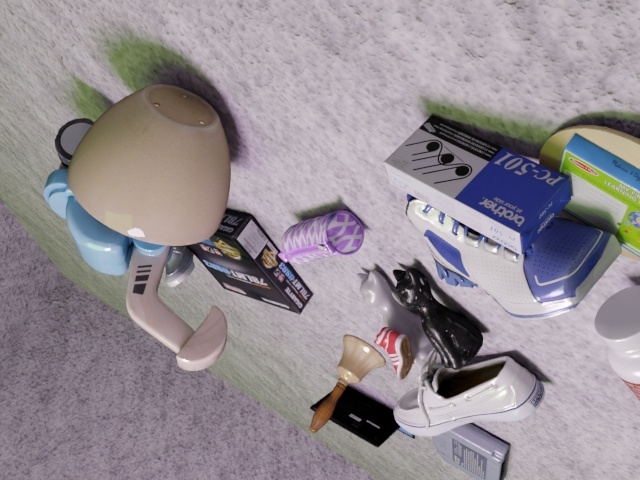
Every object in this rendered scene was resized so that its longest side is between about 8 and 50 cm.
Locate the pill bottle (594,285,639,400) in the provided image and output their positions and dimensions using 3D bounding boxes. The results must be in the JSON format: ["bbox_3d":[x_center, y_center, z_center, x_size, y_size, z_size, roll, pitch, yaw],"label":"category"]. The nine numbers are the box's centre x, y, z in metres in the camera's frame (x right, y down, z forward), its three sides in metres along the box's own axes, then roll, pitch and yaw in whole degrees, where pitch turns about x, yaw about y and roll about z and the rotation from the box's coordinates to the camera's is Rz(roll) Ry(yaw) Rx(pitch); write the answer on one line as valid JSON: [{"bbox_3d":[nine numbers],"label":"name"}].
[{"bbox_3d":[0.458,0.162,0.976,0.216,0.121,0.121,45,156,-21],"label":"pill bottle"}]

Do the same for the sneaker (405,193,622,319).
[{"bbox_3d":[0.205,-0.014,0.961,0.182,0.127,0.315,47,166,-23],"label":"sneaker"}]

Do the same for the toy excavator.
[{"bbox_3d":[-0.378,0.021,1.542,0.433,0.445,0.222,11,158,-4],"label":"toy excavator"}]

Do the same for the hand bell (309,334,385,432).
[{"bbox_3d":[0.044,0.366,1.827,0.126,0.242,0.126,31,158,14],"label":"hand bell"}]

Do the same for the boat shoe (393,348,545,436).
[{"bbox_3d":[0.251,0.291,1.478,0.156,0.136,0.367,47,144,-15],"label":"boat shoe"}]

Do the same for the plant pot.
[{"bbox_3d":[-0.270,-0.155,1.285,0.284,0.284,0.191,34,122,6],"label":"plant pot"}]

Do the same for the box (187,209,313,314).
[{"bbox_3d":[-0.199,0.037,1.763,0.295,0.073,0.293,15,148,44],"label":"box"}]

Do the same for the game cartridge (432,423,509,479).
[{"bbox_3d":[0.387,0.543,1.929,0.198,0.062,0.297,30,157,26],"label":"game cartridge"}]

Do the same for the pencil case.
[{"bbox_3d":[0.000,0.000,1.373,0.086,0.088,0.206,45,157,-14],"label":"pencil case"}]

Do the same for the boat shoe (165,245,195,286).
[{"bbox_3d":[-0.363,0.033,1.858,0.081,0.079,0.227,54,-166,-25],"label":"boat shoe"}]

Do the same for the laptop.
[{"bbox_3d":[0.128,0.535,2.175,0.234,0.264,0.136,23,118,29],"label":"laptop"}]

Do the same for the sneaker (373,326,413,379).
[{"bbox_3d":[0.140,0.214,1.430,0.067,0.042,0.118,26,139,35],"label":"sneaker"}]

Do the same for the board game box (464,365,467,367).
[{"bbox_3d":[0.342,0.307,1.568,0.090,0.020,0.090,24,155,29],"label":"board game box"}]

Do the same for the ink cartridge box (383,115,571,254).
[{"bbox_3d":[0.186,-0.073,0.900,0.207,0.097,0.046,34,160,35],"label":"ink cartridge box"}]

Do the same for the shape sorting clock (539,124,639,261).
[{"bbox_3d":[0.339,-0.050,0.837,0.206,0.040,0.206,40,167,11],"label":"shape sorting clock"}]

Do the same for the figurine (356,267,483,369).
[{"bbox_3d":[0.172,0.134,1.408,0.209,0.092,0.215,52,155,-15],"label":"figurine"}]
